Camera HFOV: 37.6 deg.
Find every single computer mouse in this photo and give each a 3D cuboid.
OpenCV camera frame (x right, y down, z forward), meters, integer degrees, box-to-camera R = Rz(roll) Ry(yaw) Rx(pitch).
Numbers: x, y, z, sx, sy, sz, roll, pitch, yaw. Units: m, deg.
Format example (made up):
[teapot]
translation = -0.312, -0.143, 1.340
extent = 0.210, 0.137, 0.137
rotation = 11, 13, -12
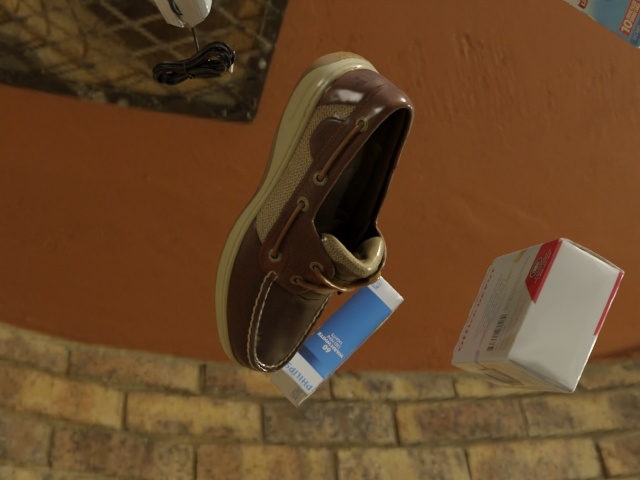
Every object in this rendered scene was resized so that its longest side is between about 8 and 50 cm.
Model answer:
[computer mouse]
translation = -0.151, -0.256, 0.970
extent = 0.106, 0.042, 0.193
rotation = 3, -65, 35

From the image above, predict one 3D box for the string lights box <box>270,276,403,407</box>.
[string lights box]
translation = 0.030, 0.187, 1.752
extent = 0.077, 0.260, 0.133
rotation = 45, -22, 7

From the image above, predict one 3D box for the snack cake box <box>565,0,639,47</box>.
[snack cake box]
translation = 0.391, -0.380, 1.096
extent = 0.089, 0.152, 0.264
rotation = -17, -43, -32

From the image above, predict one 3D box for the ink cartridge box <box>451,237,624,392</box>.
[ink cartridge box]
translation = 0.361, 0.135, 1.614
extent = 0.131, 0.226, 0.306
rotation = 26, -10, -4

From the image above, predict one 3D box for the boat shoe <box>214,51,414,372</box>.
[boat shoe]
translation = 0.000, 0.000, 0.896
extent = 0.123, 0.123, 0.342
rotation = 1, -60, -44
